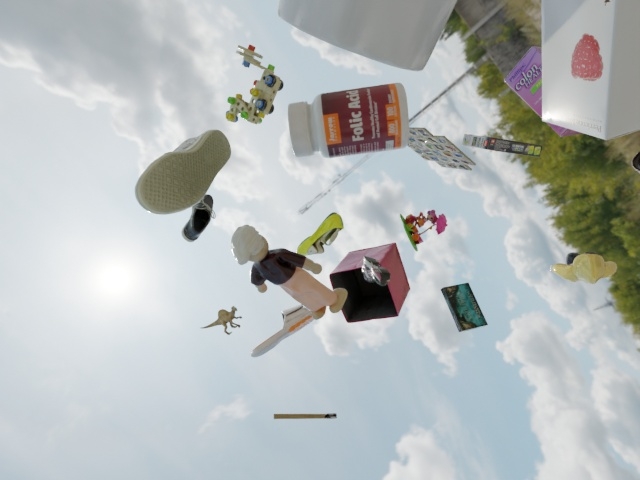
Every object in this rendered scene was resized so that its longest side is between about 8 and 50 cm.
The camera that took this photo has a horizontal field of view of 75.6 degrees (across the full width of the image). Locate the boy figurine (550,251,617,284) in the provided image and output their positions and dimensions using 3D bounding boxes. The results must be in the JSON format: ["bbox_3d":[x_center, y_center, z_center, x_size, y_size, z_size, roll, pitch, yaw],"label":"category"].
[{"bbox_3d":[0.809,0.082,1.275,0.285,0.177,0.092,2,-95,-59],"label":"boy figurine"}]

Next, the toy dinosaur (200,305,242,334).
[{"bbox_3d":[-0.347,0.295,1.509,0.092,0.183,0.053,52,-157,-9],"label":"toy dinosaur"}]

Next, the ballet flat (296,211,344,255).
[{"bbox_3d":[0.000,0.000,1.429,0.077,0.231,0.077,4,-132,-49],"label":"ballet flat"}]

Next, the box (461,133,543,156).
[{"bbox_3d":[0.547,-0.287,1.245,0.207,0.036,0.114,2,-162,-22],"label":"box"}]

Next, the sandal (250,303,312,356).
[{"bbox_3d":[-0.108,0.250,1.245,0.265,0.102,0.076,-30,-107,-21],"label":"sandal"}]

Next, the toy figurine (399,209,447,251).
[{"bbox_3d":[0.419,-0.065,1.638,0.130,0.159,0.173,34,-147,-58],"label":"toy figurine"}]

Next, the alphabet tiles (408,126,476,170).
[{"bbox_3d":[0.480,-0.386,1.742,0.342,0.011,0.285,27,179,-34],"label":"alphabet tiles"}]

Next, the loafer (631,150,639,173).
[{"bbox_3d":[1.088,-0.258,1.293,0.130,0.134,0.366,35,-160,1],"label":"loafer"}]

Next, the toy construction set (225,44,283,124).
[{"bbox_3d":[-0.282,-0.628,1.717,0.215,0.327,0.151,32,-149,24],"label":"toy construction set"}]

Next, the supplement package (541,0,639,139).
[{"bbox_3d":[0.500,-0.348,0.688,0.177,0.175,0.293,-111,3,-62],"label":"supplement package"}]

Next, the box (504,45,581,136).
[{"bbox_3d":[0.701,-0.430,1.194,0.214,0.117,0.243,-14,-118,-37],"label":"box"}]

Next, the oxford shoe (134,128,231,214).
[{"bbox_3d":[-0.419,-0.208,1.257,0.449,0.130,0.169,-68,-39,-52],"label":"oxford shoe"}]

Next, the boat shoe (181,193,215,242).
[{"bbox_3d":[-0.472,-0.103,1.638,0.095,0.079,0.254,45,-144,-25],"label":"boat shoe"}]

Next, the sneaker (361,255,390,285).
[{"bbox_3d":[0.202,0.129,1.537,0.072,0.077,0.178,13,-161,-16],"label":"sneaker"}]

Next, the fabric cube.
[{"bbox_3d":[0.229,0.187,1.867,0.258,0.259,0.254,-44,-64,-58],"label":"fabric cube"}]

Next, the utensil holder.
[{"bbox_3d":[0.118,-0.535,0.696,0.328,0.385,0.327,16,-149,-10],"label":"utensil holder"}]

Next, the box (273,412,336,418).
[{"bbox_3d":[-0.055,0.666,1.566,0.164,0.201,0.021,49,-142,-62],"label":"box"}]

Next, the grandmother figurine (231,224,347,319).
[{"bbox_3d":[-0.093,0.082,1.046,0.342,0.208,0.104,43,-152,-32],"label":"grandmother figurine"}]

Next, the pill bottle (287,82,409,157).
[{"bbox_3d":[0.095,-0.406,1.431,0.224,0.392,0.224,-7,-90,-85],"label":"pill bottle"}]

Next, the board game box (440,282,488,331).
[{"bbox_3d":[0.573,0.265,1.648,0.126,0.026,0.186,-8,-118,-19],"label":"board game box"}]
